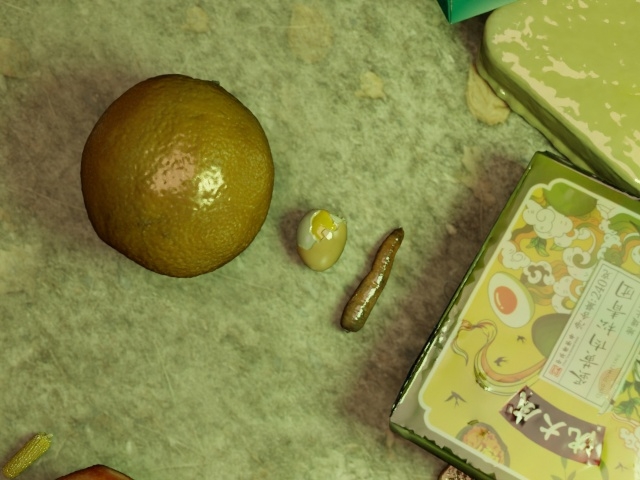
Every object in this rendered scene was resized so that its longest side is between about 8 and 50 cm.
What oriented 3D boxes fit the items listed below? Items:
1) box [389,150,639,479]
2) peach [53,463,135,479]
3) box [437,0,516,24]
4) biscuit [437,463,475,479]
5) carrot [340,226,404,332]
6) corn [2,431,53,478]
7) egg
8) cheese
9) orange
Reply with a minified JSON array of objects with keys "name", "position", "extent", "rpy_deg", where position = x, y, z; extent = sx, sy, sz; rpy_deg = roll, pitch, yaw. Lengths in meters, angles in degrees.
[{"name":"box","position":[0.344,0.147,1.398],"extent":[0.373,0.138,0.420],"rpy_deg":[29,81,13]},{"name":"peach","position":[-0.285,0.402,1.383],"extent":[0.231,0.231,0.231],"rpy_deg":[0,83,2]},{"name":"box","position":[0.197,-0.422,1.481],"extent":[0.153,0.092,0.245],"rpy_deg":[-19,58,-1]},{"name":"biscuit","position":[0.229,0.315,1.471],"extent":[0.133,0.027,0.184],"rpy_deg":[-35,85,-3]},{"name":"carrot","position":[0.074,0.053,1.504],"extent":[0.036,0.035,0.165],"rpy_deg":[29,82,5]},{"name":"corn","position":[-0.394,0.288,1.493],"extent":[0.083,0.028,0.027],"rpy_deg":[-42,89,0]},{"name":"egg","position":[0.000,0.000,1.493],"extent":[0.071,0.071,0.083],"rpy_deg":[13,86,3]},{"name":"cheese","position":[0.387,-0.241,1.493],"extent":[0.384,0.104,0.384],"rpy_deg":[0,83,2]},{"name":"orange","position":[-0.182,-0.087,1.430],"extent":[0.264,0.264,0.264],"rpy_deg":[0,83,2]}]
